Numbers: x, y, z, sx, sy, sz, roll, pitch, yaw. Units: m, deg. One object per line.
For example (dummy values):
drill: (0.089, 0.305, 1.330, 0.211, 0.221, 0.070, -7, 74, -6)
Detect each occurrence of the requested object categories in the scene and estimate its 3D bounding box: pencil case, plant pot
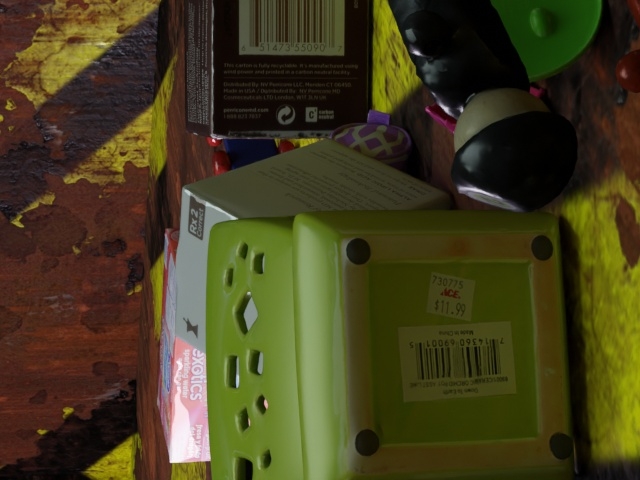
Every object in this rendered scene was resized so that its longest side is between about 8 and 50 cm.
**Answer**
pencil case: (0.039, -0.012, 1.466, 0.088, 0.086, 0.206, -50, -27, -55)
plant pot: (0.055, 0.086, 1.092, 0.207, 0.228, 0.227, 160, 109, -69)

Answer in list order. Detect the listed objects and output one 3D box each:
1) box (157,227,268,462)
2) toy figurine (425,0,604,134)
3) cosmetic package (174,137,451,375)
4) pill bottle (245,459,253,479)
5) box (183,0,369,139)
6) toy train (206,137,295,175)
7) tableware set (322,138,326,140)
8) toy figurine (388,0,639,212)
box: (-0.145, 0.144, 2.138, 0.154, 0.142, 0.300, -114, 26, -60)
toy figurine: (0.111, -0.144, 1.063, 0.159, 0.130, 0.173, 95, 168, -65)
cosmetic package: (-0.009, 0.022, 1.324, 0.151, 0.184, 0.151, 27, 125, 36)
pill bottle: (-0.054, 0.333, 1.795, 0.219, 0.123, 0.123, 104, 161, -50)
box: (-0.051, -0.194, 1.640, 0.203, 0.168, 0.167, -158, 67, -77)
toy train: (-0.078, -0.056, 1.952, 0.248, 0.105, 0.143, -107, 10, -51)
tableware set: (0.015, -0.029, 1.657, 0.141, 0.020, 0.168, -137, 51, -57)
toy figurine: (0.147, -0.124, 0.687, 0.209, 0.213, 0.148, 111, 146, -52)
